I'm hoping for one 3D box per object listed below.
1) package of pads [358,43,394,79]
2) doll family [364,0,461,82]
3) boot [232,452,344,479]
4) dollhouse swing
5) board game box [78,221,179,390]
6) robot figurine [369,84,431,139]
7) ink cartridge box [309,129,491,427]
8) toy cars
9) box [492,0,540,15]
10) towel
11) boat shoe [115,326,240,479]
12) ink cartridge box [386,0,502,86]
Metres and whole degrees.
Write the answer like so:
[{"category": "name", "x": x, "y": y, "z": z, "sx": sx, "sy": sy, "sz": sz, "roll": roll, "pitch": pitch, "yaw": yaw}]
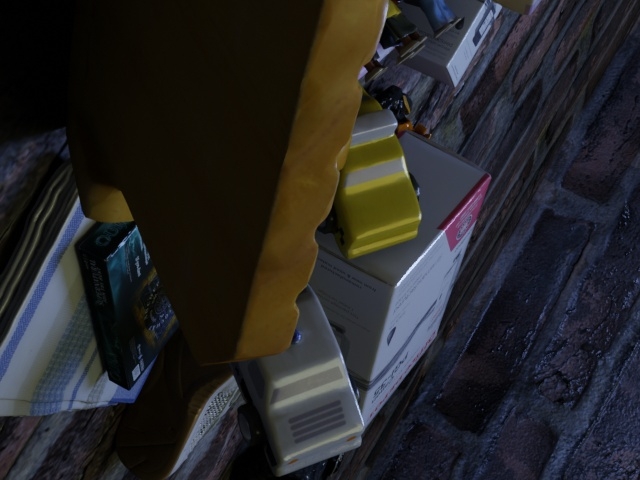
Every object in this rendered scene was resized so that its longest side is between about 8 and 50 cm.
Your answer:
[{"category": "package of pads", "x": 0.040, "y": -0.200, "z": 1.006, "sx": 0.083, "sy": 0.050, "sz": 0.032, "roll": -46, "pitch": 157, "yaw": -38}, {"category": "doll family", "x": 0.064, "y": -0.234, "z": 0.959, "sx": 0.076, "sy": 0.111, "sz": 0.193, "roll": -38, "pitch": 180, "yaw": 33}, {"category": "boot", "x": 0.004, "y": 0.254, "z": 1.459, "sx": 0.260, "sy": 0.131, "sz": 0.347, "roll": -39, "pitch": 153, "yaw": -49}, {"category": "dollhouse swing", "x": 0.016, "y": -0.147, "z": 0.550, "sx": 0.315, "sy": 0.305, "sz": 0.346, "roll": -15, "pitch": 135, "yaw": -39}, {"category": "board game box", "x": -0.138, "y": 0.026, "z": 0.800, "sx": 0.126, "sy": 0.026, "sz": 0.186, "roll": -54, "pitch": 162, "yaw": -35}, {"category": "robot figurine", "x": 0.040, "y": -0.065, "z": 1.154, "sx": 0.291, "sy": 0.085, "sz": 0.211, "roll": -36, "pitch": 151, "yaw": -52}, {"category": "ink cartridge box", "x": 0.062, "y": 0.054, "z": 1.066, "sx": 0.207, "sy": 0.117, "sz": 0.283, "roll": -46, "pitch": 157, "yaw": -37}, {"category": "toy cars", "x": 0.000, "y": 0.000, "z": 0.840, "sx": 0.087, "sy": 0.177, "sz": 0.393, "roll": 123, "pitch": -13, "yaw": -60}, {"category": "box", "x": 0.223, "y": -0.311, "z": 0.794, "sx": 0.324, "sy": 0.063, "sz": 0.067, "roll": -51, "pitch": 158, "yaw": -27}, {"category": "towel", "x": -0.182, "y": 0.049, "z": 0.807, "sx": 0.209, "sy": 0.034, "sz": 0.285, "roll": -63, "pitch": 164, "yaw": -1}, {"category": "boat shoe", "x": -0.116, "y": 0.120, "z": 1.002, "sx": 0.277, "sy": 0.098, "sz": 0.096, "roll": -57, "pitch": 165, "yaw": 19}, {"category": "ink cartridge box", "x": 0.135, "y": -0.262, "z": 1.073, "sx": 0.150, "sy": 0.109, "sz": 0.063, "roll": -60, "pitch": 159, "yaw": -4}]
